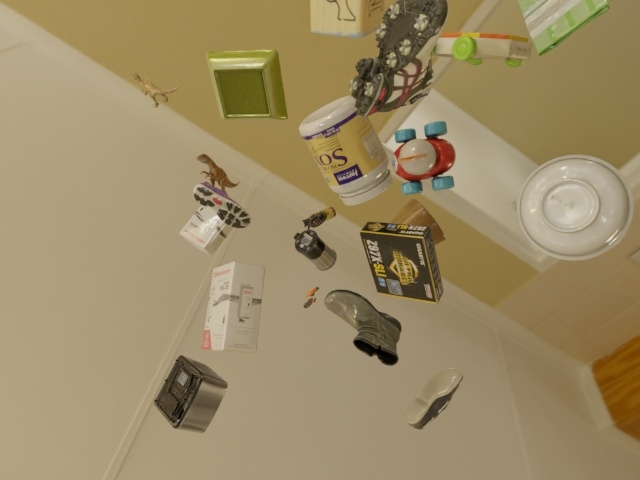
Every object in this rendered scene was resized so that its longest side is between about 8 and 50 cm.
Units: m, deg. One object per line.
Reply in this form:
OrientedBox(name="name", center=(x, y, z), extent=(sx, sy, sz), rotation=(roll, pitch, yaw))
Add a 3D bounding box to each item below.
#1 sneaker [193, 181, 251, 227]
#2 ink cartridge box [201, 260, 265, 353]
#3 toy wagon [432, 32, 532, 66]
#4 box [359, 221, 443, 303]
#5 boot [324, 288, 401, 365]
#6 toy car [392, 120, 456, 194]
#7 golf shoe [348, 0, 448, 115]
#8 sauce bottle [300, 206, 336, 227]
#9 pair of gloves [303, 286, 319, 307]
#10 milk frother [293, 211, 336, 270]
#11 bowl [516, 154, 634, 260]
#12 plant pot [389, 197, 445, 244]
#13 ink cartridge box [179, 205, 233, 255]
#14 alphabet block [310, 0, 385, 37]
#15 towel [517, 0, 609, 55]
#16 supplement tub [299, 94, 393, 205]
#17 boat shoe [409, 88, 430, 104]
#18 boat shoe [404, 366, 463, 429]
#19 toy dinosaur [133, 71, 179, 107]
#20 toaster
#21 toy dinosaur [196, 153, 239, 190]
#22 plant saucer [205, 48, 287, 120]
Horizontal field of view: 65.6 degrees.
OrientedBox(name="sneaker", center=(-0.249, -0.101, 1.304), extent=(0.170, 0.068, 0.071), rotation=(38, -148, -6))
OrientedBox(name="ink cartridge box", center=(-0.287, 0.222, 1.631), extent=(0.117, 0.207, 0.282), rotation=(13, -107, -30))
OrientedBox(name="toy wagon", center=(0.360, -0.501, 1.302), extent=(0.267, 0.068, 0.345), rotation=(-13, -155, -41))
OrientedBox(name="box", center=(0.308, 0.082, 1.870), extent=(0.079, 0.257, 0.321), rotation=(-50, -45, -37))
OrientedBox(name="boot", center=(0.112, 0.233, 1.358), extent=(0.247, 0.083, 0.161), rotation=(27, -155, 4))
OrientedBox(name="toy car", center=(0.299, -0.261, 1.584), extent=(0.238, 0.211, 0.218), rotation=(-11, -85, -56))
OrientedBox(name="golf shoe", center=(0.149, -0.314, 0.842), extent=(0.120, 0.273, 0.105), rotation=(-5, -105, -22))
OrientedBox(name="sauce bottle", center=(-0.008, -0.077, 1.696), extent=(0.128, 0.042, 0.042), rotation=(-25, -113, -28))
OrientedBox(name="pair of gloves", center=(-0.033, 0.209, 1.822), extent=(0.010, 0.074, 0.083), rotation=(34, -134, -19))
OrientedBox(name="milk frother", center=(0.000, 0.000, 1.610), extent=(0.135, 0.143, 0.129), rotation=(44, -171, -49))
OrientedBox(name="bowl", center=(0.675, -0.092, 1.340), extent=(0.297, 0.298, 0.134), rotation=(53, -156, 19))
OrientedBox(name="plant pot", center=(0.388, -0.021, 2.242), extent=(0.237, 0.254, 0.237), rotation=(52, -177, -4))
OrientedBox(name="ink cartridge box", center=(-0.462, -0.061, 2.074), extent=(0.148, 0.203, 0.086), rotation=(28, 163, 21))
OrientedBox(name="alphabet block", center=(0.088, -0.769, 1.570), extent=(0.193, 0.197, 0.193), rotation=(16, -142, 22))
OrientedBox(name="towel", center=(0.350, -0.363, 0.729), extent=(0.023, 0.113, 0.151), rotation=(7, -114, -32))
OrientedBox(name="supplement tub", center=(0.097, -0.316, 1.762), extent=(0.331, 0.241, 0.241), rotation=(60, -153, -21))
OrientedBox(name="boat shoe", center=(0.235, -0.387, 1.350), extent=(0.142, 0.040, 0.049), rotation=(-16, -160, -22))
OrientedBox(name="boat shoe", center=(0.319, 0.436, 1.370), extent=(0.065, 0.206, 0.075), rotation=(53, 169, -29))
OrientedBox(name="toy dinosaur", center=(-0.502, -0.452, 1.508), extent=(0.183, 0.092, 0.053), rotation=(25, -117, 20))
OrientedBox(name="toaster", center=(-0.371, 0.442, 1.426), extent=(0.110, 0.167, 0.186), rotation=(32, 169, -39))
OrientedBox(name="toy dinosaur", center=(-0.299, -0.183, 1.508), extent=(0.211, 0.064, 0.112), rotation=(47, -121, -56))
OrientedBox(name="plant saucer", center=(-0.190, -0.382, 1.264), extent=(0.189, 0.188, 0.045), rotation=(2, -139, 11))
